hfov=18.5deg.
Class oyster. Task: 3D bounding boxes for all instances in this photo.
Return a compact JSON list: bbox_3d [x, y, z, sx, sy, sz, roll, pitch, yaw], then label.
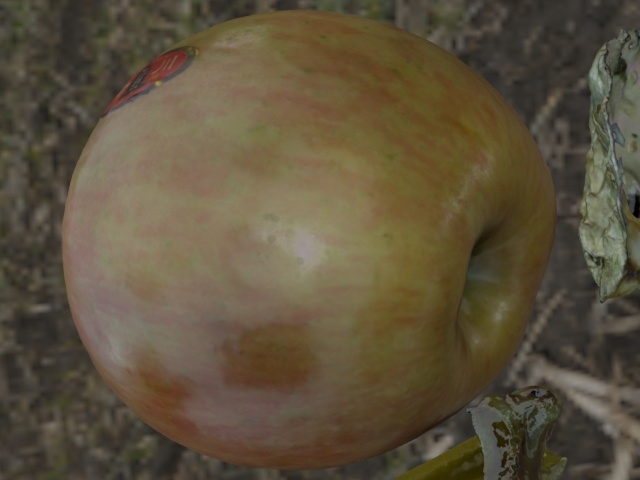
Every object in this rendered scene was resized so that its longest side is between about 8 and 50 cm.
[{"bbox_3d":[0.223,-0.054,1.436,0.072,0.133,0.209,-16,76,33],"label":"oyster"}]

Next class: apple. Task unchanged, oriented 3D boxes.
[{"bbox_3d":[0.000,0.000,1.622,0.346,0.391,0.391,13,104,36],"label":"apple"}]

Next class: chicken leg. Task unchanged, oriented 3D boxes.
[{"bbox_3d":[0.173,0.324,1.986,0.140,0.211,0.361,127,140,-48],"label":"chicken leg"}]

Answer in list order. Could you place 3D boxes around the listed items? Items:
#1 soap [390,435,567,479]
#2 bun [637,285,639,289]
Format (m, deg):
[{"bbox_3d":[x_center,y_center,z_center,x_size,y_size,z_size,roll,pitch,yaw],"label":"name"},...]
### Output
[{"bbox_3d":[0.105,0.318,2.149,0.091,0.315,0.199,54,151,24],"label":"soap"},{"bbox_3d":[0.318,0.010,1.834,0.045,0.083,0.083,9,100,53],"label":"bun"}]
